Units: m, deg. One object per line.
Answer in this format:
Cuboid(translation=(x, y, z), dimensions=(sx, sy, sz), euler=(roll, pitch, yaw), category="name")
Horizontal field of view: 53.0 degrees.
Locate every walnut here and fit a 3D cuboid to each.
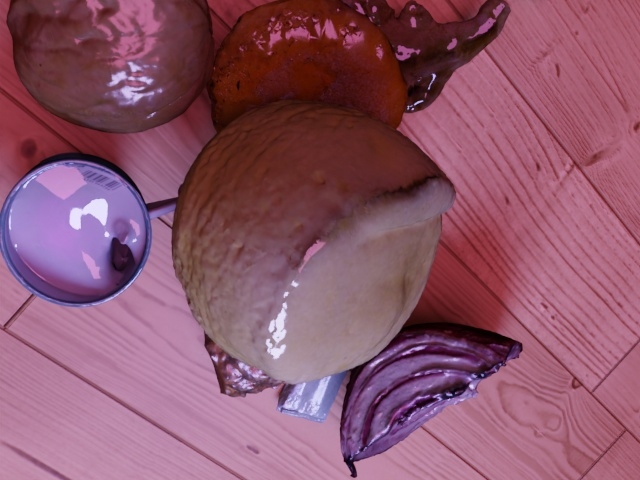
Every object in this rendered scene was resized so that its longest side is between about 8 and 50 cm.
Cuboid(translation=(-0.230, -0.230, 0.712), dimensions=(0.228, 0.228, 0.228), euler=(-5, 108, -16), category="walnut")

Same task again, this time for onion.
Cuboid(translation=(0.151, 0.215, 0.994), dimensions=(0.314, 0.280, 0.146), euler=(-40, 71, 7), category="onion")

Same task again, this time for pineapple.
Cuboid(translation=(-0.021, 0.124, 0.903), dimensions=(0.279, 0.158, 0.157), euler=(-11, 109, -9), category="pineapple")

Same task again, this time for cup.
Cuboid(translation=(-0.287, -0.027, 0.770), dimensions=(0.300, 0.173, 0.167), euler=(-12, 109, -15), category="cup")

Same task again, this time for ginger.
Cuboid(translation=(0.085, -0.256, 0.874), dimensions=(0.333, 0.080, 0.166), euler=(-4, 126, -17), category="ginger")

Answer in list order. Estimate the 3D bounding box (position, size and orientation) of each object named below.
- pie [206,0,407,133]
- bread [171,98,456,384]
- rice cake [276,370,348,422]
Cuboid(translation=(-0.015, -0.179, 0.814), dimensions=(0.273, 0.069, 0.273), euler=(-5, 139, -4), category="pie")
Cuboid(translation=(-0.007, -0.005, 0.735), dimensions=(0.320, 0.237, 0.320), euler=(-24, 131, -31), category="bread")
Cuboid(translation=(0.015, 0.178, 1.001), dimensions=(0.085, 0.040, 0.226), euler=(23, 99, -22), category="rice cake")
